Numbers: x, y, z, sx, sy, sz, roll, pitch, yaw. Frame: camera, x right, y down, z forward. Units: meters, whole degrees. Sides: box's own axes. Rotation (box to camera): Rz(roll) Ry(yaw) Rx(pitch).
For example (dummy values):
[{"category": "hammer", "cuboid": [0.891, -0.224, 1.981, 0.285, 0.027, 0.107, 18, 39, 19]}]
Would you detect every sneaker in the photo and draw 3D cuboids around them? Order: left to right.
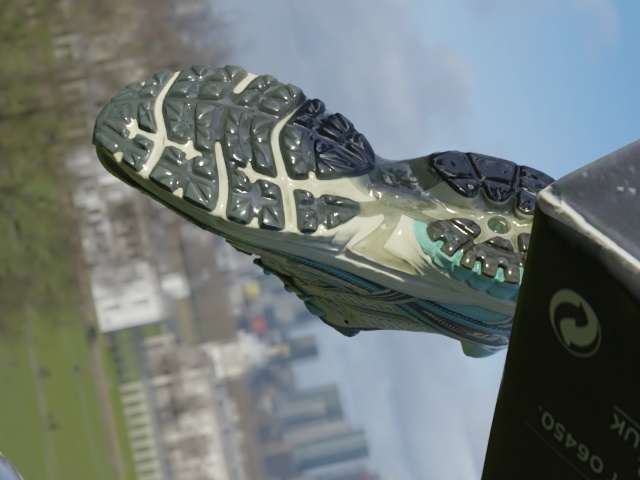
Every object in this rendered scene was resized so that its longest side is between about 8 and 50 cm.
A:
[{"category": "sneaker", "cuboid": [0.000, 0.000, 1.061, 0.122, 0.283, 0.110, 114, -4, -48]}]

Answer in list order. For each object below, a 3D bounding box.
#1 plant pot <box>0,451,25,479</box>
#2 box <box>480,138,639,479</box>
[{"category": "plant pot", "cuboid": [-0.275, 0.205, 1.259, 0.230, 0.215, 0.215, 18, 59, -78]}, {"category": "box", "cuboid": [0.186, 0.092, 0.474, 0.183, 0.296, 0.294, 39, -41, 34]}]
